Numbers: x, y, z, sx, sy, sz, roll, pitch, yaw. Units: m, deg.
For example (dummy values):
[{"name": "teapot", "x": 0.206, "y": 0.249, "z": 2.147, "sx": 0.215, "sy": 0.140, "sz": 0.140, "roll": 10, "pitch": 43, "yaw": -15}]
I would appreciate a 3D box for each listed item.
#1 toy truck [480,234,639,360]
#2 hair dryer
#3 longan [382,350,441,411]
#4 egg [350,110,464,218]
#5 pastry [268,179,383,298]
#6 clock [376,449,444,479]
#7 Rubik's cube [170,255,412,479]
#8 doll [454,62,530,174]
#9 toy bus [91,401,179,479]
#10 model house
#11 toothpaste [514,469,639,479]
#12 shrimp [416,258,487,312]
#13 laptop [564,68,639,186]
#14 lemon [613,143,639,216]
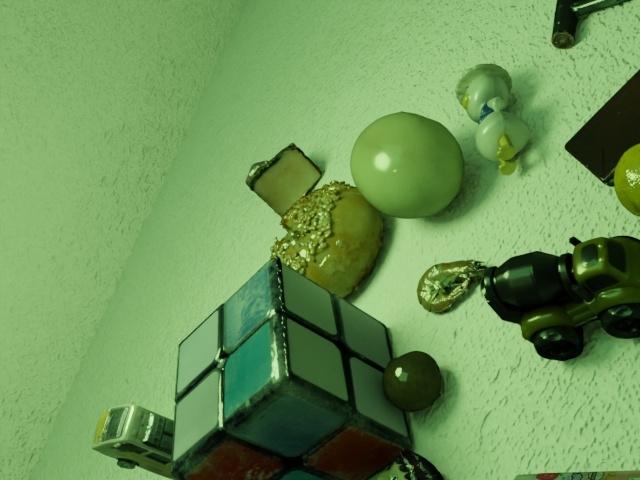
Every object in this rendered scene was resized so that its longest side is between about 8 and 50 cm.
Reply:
[{"name": "toy truck", "x": 0.355, "y": 0.063, "z": 0.999, "sx": 0.224, "sy": 0.165, "sz": 0.147, "roll": -28, "pitch": 40, "yaw": 43}, {"name": "hair dryer", "x": 0.547, "y": -0.480, "z": 1.366, "sx": 0.195, "sy": 0.050, "sz": 0.173, "roll": -18, "pitch": 49, "yaw": 45}, {"name": "longan", "x": 0.156, "y": 0.239, "z": 1.216, "sx": 0.106, "sy": 0.106, "sz": 0.119, "roll": -55, "pitch": 31, "yaw": 7}, {"name": "egg", "x": 0.178, "y": -0.155, "z": 1.447, "sx": 0.219, "sy": 0.219, "sz": 0.269, "roll": -56, "pitch": 40, "yaw": 5}, {"name": "pastry", "x": 0.000, "y": 0.000, "z": 1.613, "sx": 0.315, "sy": 0.184, "sz": 0.284, "roll": -59, "pitch": 29, "yaw": -2}, {"name": "clock", "x": 0.126, "y": 0.441, "z": 1.069, "sx": 0.195, "sy": 0.100, "sz": 0.194, "roll": -56, "pitch": 32, "yaw": 10}, {"name": "Rubik's cube", "x": -0.060, "y": 0.280, "z": 1.296, "sx": 0.318, "sy": 0.313, "sz": 0.316, "roll": -42, "pitch": 32, "yaw": 25}, {"name": "doll", "x": 0.340, "y": -0.251, "z": 1.392, "sx": 0.119, "sy": 0.138, "sz": 0.293, "roll": -6, "pitch": 48, "yaw": 6}, {"name": "toy bus", "x": -0.305, "y": 0.452, "z": 1.487, "sx": 0.138, "sy": 0.342, "sz": 0.097, "roll": -27, "pitch": 41, "yaw": 39}, {"name": "model house", "x": -0.112, "y": -0.189, "z": 2.019, "sx": 0.183, "sy": 0.166, "sz": 0.172, "roll": -44, "pitch": 25, "yaw": 2}, {"name": "toothpaste", "x": 0.342, "y": 0.324, "z": 0.899, "sx": 0.194, "sy": 0.043, "sz": 0.067, "roll": -17, "pitch": 45, "yaw": 44}, {"name": "shrimp", "x": 0.243, "y": 0.079, "z": 1.296, "sx": 0.180, "sy": 0.041, "sz": 0.099, "roll": -21, "pitch": 46, "yaw": 48}, {"name": "laptop", "x": 0.514, "y": -0.196, "z": 1.155, "sx": 0.207, "sy": 0.026, "sz": 0.154, "roll": -48, "pitch": 28, "yaw": 17}, {"name": "lemon", "x": 0.481, "y": -0.089, "z": 1.010, "sx": 0.109, "sy": 0.109, "sz": 0.133, "roll": -24, "pitch": 37, "yaw": 47}]
